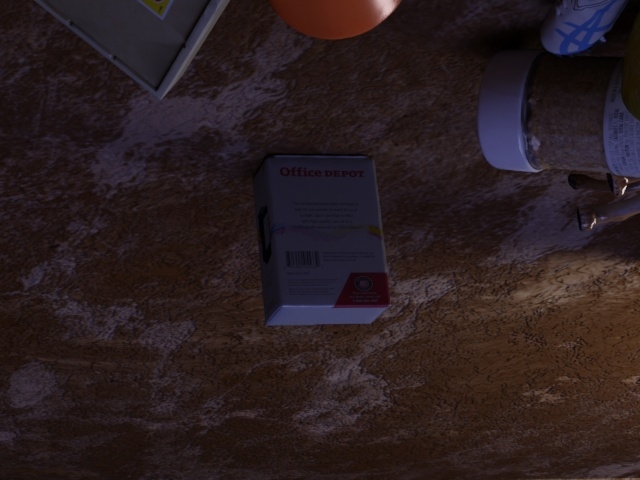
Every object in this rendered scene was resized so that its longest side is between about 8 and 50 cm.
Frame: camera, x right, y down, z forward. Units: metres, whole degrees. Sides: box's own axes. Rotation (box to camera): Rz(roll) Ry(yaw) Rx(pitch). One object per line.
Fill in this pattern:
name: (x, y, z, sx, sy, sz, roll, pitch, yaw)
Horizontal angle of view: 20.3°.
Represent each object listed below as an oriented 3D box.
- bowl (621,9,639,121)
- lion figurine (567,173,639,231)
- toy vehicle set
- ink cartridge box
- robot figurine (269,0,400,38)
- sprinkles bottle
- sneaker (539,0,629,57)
bowl: (0.400, -0.205, 1.544, 0.289, 0.289, 0.156, -8, 117, 2)
lion figurine: (0.401, -0.106, 1.905, 0.240, 0.142, 0.392, -13, 179, -3)
toy vehicle set: (-0.144, -0.229, 1.391, 0.166, 0.035, 0.267, 39, 149, -3)
ink cartridge box: (0.000, 0.000, 1.973, 0.127, 0.175, 0.072, 0, 161, -17)
robot figurine: (0.003, -0.243, 1.414, 0.158, 0.128, 0.219, 17, 166, 18)
sprinkles bottle: (0.330, -0.115, 1.697, 0.355, 0.121, 0.121, 6, 166, 28)
sneaker: (0.247, -0.237, 1.586, 0.086, 0.085, 0.237, 26, 155, -9)
